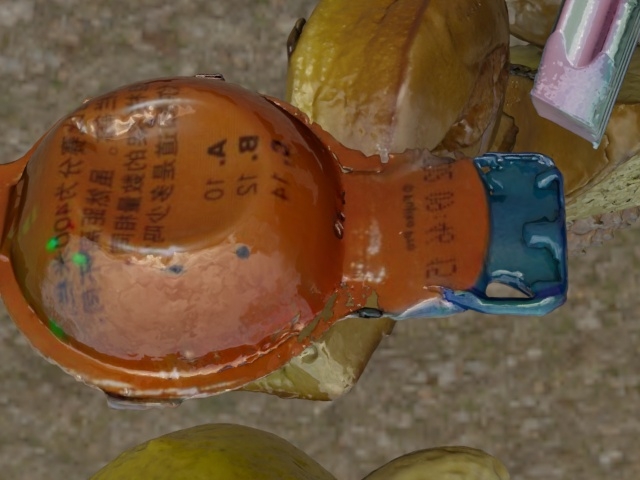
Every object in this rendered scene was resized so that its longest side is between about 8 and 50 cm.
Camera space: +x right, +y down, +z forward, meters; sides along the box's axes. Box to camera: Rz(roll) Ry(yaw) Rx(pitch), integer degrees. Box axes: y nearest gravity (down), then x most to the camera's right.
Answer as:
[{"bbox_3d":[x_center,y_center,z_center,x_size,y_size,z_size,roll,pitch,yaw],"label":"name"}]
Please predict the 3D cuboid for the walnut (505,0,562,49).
[{"bbox_3d":[0.248,-0.300,1.580,0.213,0.213,0.213,1,150,0],"label":"walnut"}]

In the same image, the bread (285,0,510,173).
[{"bbox_3d":[0.070,-0.119,1.150,0.143,0.269,0.195,8,120,17],"label":"bread"}]

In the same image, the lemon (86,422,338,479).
[{"bbox_3d":[-0.110,0.350,1.440,0.350,0.349,0.387,21,143,-30],"label":"lemon"}]

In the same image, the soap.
[{"bbox_3d":[0.198,-0.147,1.048,0.056,0.149,0.100,21,180,16],"label":"soap"}]

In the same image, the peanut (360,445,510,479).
[{"bbox_3d":[0.039,0.216,0.935,0.103,0.229,0.098,29,145,16],"label":"peanut"}]

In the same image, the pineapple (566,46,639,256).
[{"bbox_3d":[0.382,-0.144,1.827,0.357,0.223,0.223,-33,147,-4],"label":"pineapple"}]

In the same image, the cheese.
[{"bbox_3d":[-0.030,-0.006,0.795,0.329,0.216,0.129,0,147,1],"label":"cheese"}]

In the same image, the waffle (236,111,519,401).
[{"bbox_3d":[0.000,0.001,1.392,0.304,0.348,0.077,-5,133,49],"label":"waffle"}]

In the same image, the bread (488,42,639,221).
[{"bbox_3d":[0.290,-0.166,1.524,0.248,0.279,0.315,-8,154,-28],"label":"bread"}]
